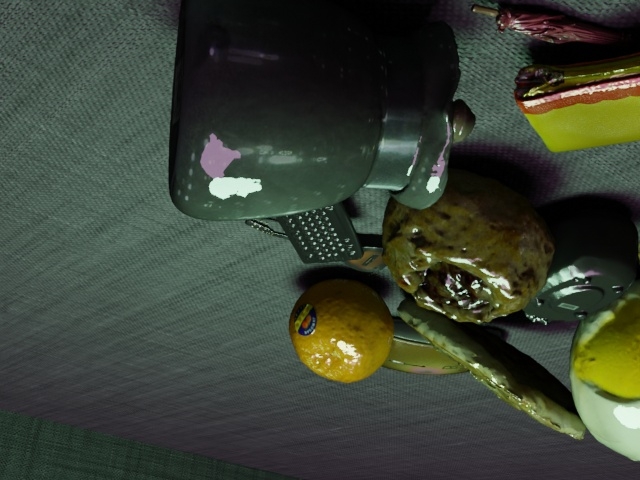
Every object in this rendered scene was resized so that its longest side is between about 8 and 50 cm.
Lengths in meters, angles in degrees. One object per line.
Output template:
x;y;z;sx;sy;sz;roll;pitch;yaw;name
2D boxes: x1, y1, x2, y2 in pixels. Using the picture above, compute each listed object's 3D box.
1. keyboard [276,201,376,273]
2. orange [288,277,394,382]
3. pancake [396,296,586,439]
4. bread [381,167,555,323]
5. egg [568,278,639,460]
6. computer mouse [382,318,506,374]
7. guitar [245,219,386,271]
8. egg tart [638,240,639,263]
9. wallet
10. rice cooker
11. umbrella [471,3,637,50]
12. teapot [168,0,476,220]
-0.008;-0.026;1.126;0.103;0.041;0.381;-5;148;21;keyboard
0.035;0.145;1.375;0.178;0.155;0.177;9;114;19;orange
0.280;0.197;1.341;0.356;0.065;0.356;33;-171;-6;pancake
0.178;0.016;1.054;0.230;0.123;0.230;22;146;16;bread
0.540;0.189;1.232;0.345;0.283;0.283;-4;153;9;egg
0.192;0.203;1.572;0.310;0.071;0.158;7;153;-1;computer mouse
0.000;0.000;1.233;0.233;0.025;0.088;16;152;-19;guitar
0.530;0.014;1.073;0.241;0.106;0.241;2;155;1;egg tart
0.320;-0.141;0.805;0.241;0.067;0.141;-9;161;30;wallet
0.336;0.034;1.129;0.142;0.118;0.203;14;150;-17;rice cooker
0.218;-0.197;0.777;0.165;0.025;0.027;8;137;-10;umbrella
0.001;-0.104;0.805;0.285;0.223;0.305;3;152;-12;teapot
